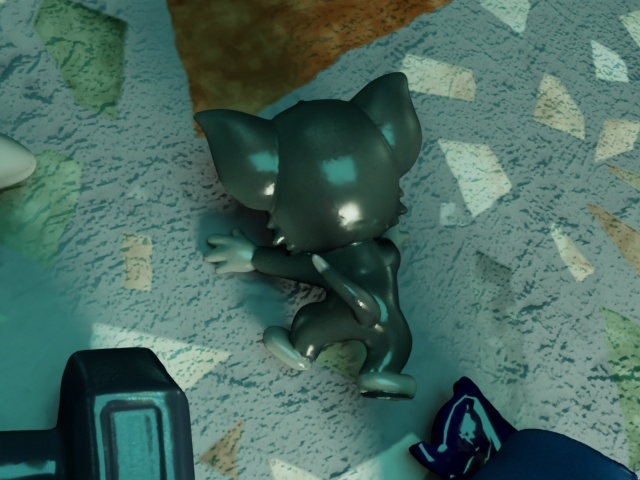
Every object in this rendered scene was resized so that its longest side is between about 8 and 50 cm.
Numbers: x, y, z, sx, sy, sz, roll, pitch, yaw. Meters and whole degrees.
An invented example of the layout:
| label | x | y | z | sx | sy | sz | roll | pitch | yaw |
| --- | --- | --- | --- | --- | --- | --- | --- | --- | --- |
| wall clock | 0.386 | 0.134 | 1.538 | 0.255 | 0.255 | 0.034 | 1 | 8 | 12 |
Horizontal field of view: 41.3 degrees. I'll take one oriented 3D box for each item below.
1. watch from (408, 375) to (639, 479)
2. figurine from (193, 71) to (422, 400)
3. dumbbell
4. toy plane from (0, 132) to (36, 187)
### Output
| label | x | y | z | sx | sy | sz | roll | pitch | yaw |
| --- | --- | --- | --- | --- | --- | --- | --- | --- | --- |
| watch | 0.164 | 0.223 | 0.635 | 0.196 | 0.200 | 0.171 | 45 | 64 | -5 |
| figurine | 0.001 | 0.001 | 0.689 | 0.193 | 0.140 | 0.265 | -7 | 58 | -7 |
| dumbbell | -0.242 | 0.151 | 0.527 | 0.316 | 0.156 | 0.143 | -1 | 42 | -23 |
| toy plane | -0.332 | -0.063 | 0.592 | 0.255 | 0.101 | 0.251 | 2 | 82 | -22 |
